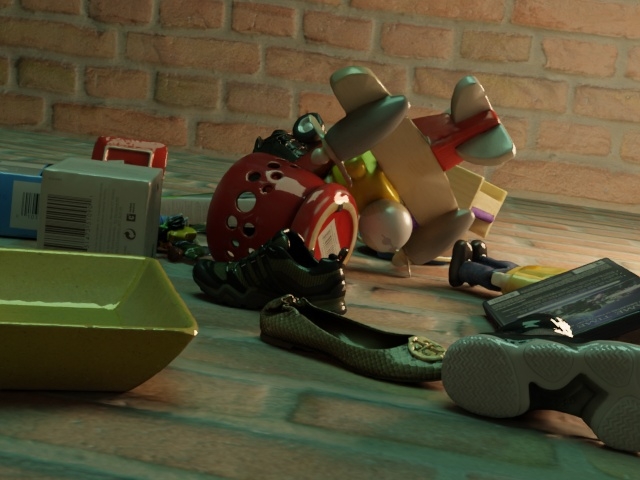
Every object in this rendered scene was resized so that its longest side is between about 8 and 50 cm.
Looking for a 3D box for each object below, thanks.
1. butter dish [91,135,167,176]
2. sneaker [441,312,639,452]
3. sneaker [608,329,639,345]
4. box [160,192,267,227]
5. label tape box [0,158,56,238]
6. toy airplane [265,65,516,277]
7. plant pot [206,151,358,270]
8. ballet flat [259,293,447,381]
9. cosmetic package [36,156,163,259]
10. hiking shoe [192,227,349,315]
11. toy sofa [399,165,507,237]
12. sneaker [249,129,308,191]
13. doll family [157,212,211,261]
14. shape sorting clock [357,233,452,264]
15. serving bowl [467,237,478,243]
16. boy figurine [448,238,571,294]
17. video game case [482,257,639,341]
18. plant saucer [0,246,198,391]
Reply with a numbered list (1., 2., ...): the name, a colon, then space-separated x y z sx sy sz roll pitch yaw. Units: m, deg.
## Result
1. butter dish: -0.413 -0.132 2.068 0.160 0.160 0.118 8 -14 0
2. sneaker: 0.267 0.131 0.962 0.269 0.101 0.153 7 11 20
3. sneaker: 0.402 0.138 1.241 0.158 0.061 0.065 9 -22 39
4. box: -0.148 -0.063 1.903 0.322 0.058 0.232 4 7 29
5. label tape box: -0.533 -0.087 1.713 0.249 0.115 0.347 5 11 -12
6. toy airplane: 0.135 -0.103 1.569 0.386 0.272 0.384 15 -35 -15
7. plant pot: -0.047 -0.023 1.437 0.174 0.191 0.191 18 13 29
8. ballet flat: 0.037 0.108 1.081 0.250 0.058 0.084 12 11 32
9. cosmetic package: -0.320 -0.034 1.405 0.152 0.151 0.183 6 10 -4
10. hiking shoe: -0.065 0.035 1.283 0.227 0.114 0.086 10 9 20
11. toy sofa: 0.268 -0.068 2.000 0.150 0.177 0.362 27 6 17
12. sneaker: -0.063 -0.156 1.907 0.109 0.130 0.286 -1 7 -38
13. doll family: -0.250 -0.010 1.590 0.111 0.075 0.193 -5 9 -36
14. shape sorting clock: 0.172 0.009 1.865 0.206 0.040 0.206 6 9 -1
15. serving bowl: 0.292 0.011 1.981 0.083 0.027 0.083 7 8 -1
16. boy figurine: 0.339 0.062 1.507 0.285 0.092 0.177 11 7 43
17. video game case: 0.335 0.089 1.274 0.196 0.026 0.274 -20 10 2
18. plant saucer: -0.313 0.075 0.955 0.333 0.080 0.333 4 10 -18
